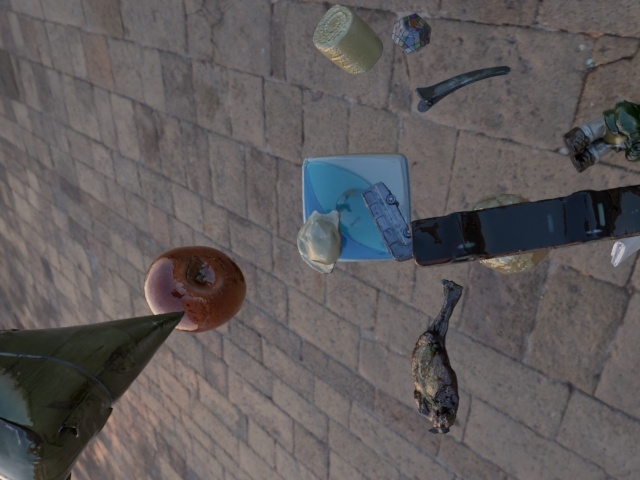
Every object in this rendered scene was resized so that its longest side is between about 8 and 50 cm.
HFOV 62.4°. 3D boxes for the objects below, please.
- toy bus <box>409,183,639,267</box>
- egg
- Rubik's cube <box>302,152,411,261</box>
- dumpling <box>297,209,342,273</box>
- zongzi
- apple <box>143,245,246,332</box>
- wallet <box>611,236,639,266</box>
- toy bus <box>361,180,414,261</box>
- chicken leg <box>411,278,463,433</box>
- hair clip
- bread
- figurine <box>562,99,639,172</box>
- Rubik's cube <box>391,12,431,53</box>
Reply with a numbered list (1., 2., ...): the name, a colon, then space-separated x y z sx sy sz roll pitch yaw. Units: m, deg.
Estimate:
1. toy bus: 0.363 -0.021 0.920 0.408 0.092 0.093 -8 80 8
2. egg: 0.478 -0.022 1.359 0.245 0.203 0.203 -124 33 -49
3. Rubik's cube: 0.128 -0.112 1.789 0.347 0.352 0.352 -2 97 7
4. dumpling: 0.000 0.000 1.538 0.136 0.118 0.199 16 106 14
5. zongzi: -0.430 0.171 0.821 0.322 0.360 0.160 22 127 9
6. apple: -0.292 0.108 1.245 0.173 0.234 0.210 122 131 -60
7. wallet: 0.608 0.000 1.015 0.025 0.122 0.061 43 154 44
8. toy bus: 0.141 -0.036 1.053 0.065 0.047 0.166 -28 72 9
9. chicken leg: 0.199 0.192 0.892 0.106 0.051 0.253 154 126 -62
10. hair clip: 0.333 -0.364 1.232 0.070 0.229 0.039 59 -167 -60
11. bread: 0.074 -0.533 1.420 0.134 0.141 0.148 -42 43 22
12. figurine: 0.734 -0.267 1.154 0.370 0.167 0.281 -24 120 22
13. Rubik's cube: 0.253 -0.573 1.468 0.111 0.093 0.111 -176 90 -65
